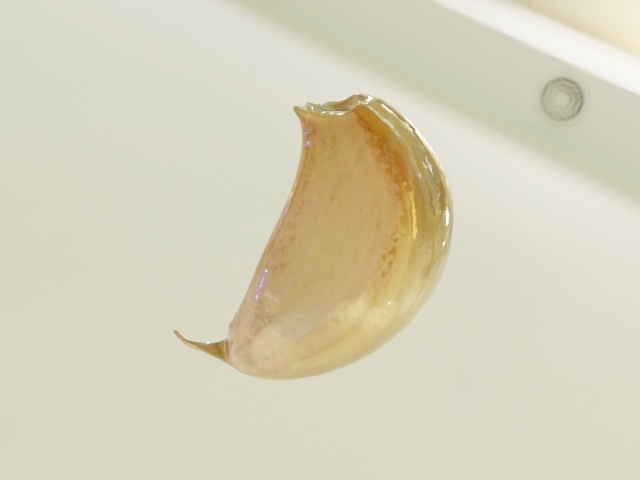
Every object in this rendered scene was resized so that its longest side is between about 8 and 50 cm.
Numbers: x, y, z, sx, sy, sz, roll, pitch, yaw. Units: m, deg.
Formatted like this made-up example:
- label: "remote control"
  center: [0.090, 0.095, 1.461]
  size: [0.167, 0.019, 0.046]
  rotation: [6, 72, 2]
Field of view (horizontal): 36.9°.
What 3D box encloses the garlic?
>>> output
- label: "garlic"
  center: [0.010, 0.010, 0.738]
  size: [0.164, 0.244, 0.145]
  rotation: [25, -166, -14]
